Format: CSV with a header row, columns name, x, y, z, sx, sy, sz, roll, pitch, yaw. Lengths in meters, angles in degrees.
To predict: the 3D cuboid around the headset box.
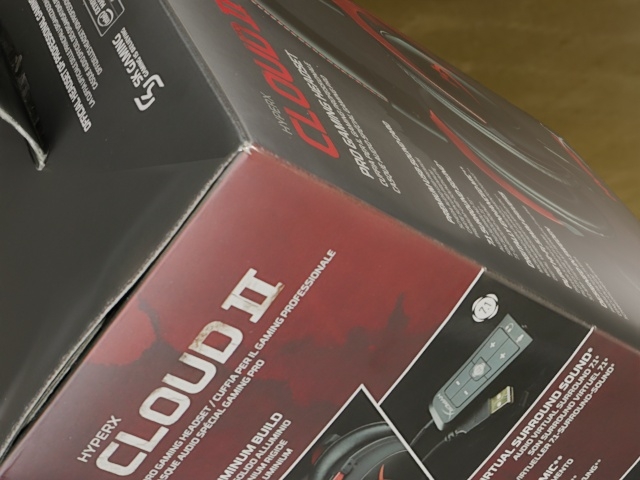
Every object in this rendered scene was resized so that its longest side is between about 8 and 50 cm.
name,x,y,z,sx,sy,sz,roll,pitch,yaw
headset box,0.000,0.000,0.477,0.293,0.218,0.110,27,110,-35
